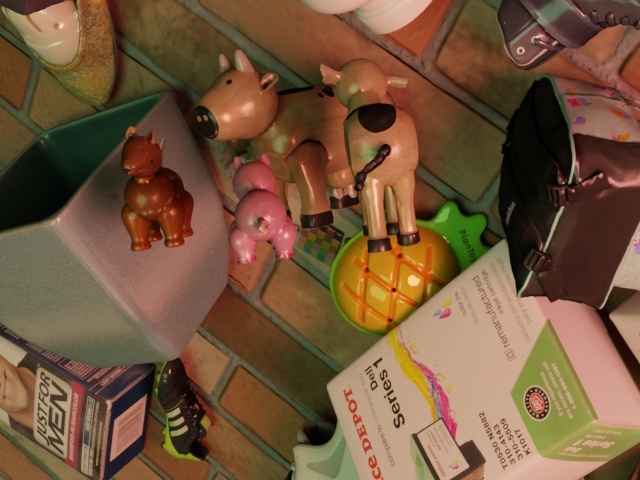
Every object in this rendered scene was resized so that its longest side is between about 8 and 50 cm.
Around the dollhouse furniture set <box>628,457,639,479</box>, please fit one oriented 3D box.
[{"bbox_3d":[0.398,0.261,0.970,0.182,0.101,0.161,26,126,19],"label":"dollhouse furniture set"}]

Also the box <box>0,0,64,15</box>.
[{"bbox_3d":[-0.204,-0.416,0.869,0.179,0.312,0.343,26,125,20],"label":"box"}]

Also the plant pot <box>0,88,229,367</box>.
[{"bbox_3d":[-0.252,0.012,1.184,0.248,0.247,0.252,-10,125,36],"label":"plant pot"}]

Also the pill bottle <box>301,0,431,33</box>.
[{"bbox_3d":[-0.005,-0.299,0.864,0.146,0.146,0.264,-19,133,38],"label":"pill bottle"}]

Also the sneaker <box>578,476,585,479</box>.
[{"bbox_3d":[0.171,0.364,1.119,0.158,0.182,0.410,27,125,19],"label":"sneaker"}]

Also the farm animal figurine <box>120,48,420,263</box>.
[{"bbox_3d":[-0.020,-0.095,0.920,0.330,0.327,0.172,-1,101,32],"label":"farm animal figurine"}]

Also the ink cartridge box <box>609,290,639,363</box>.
[{"bbox_3d":[0.388,0.113,0.834,0.353,0.119,0.207,57,162,-4],"label":"ink cartridge box"}]

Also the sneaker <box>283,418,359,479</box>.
[{"bbox_3d":[0.014,0.306,1.251,0.146,0.122,0.330,53,133,22],"label":"sneaker"}]

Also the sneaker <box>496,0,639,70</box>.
[{"bbox_3d":[0.254,-0.178,0.833,0.226,0.086,0.163,49,120,14],"label":"sneaker"}]

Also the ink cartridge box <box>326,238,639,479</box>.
[{"bbox_3d":[0.156,0.164,0.990,0.278,0.117,0.201,-43,52,32],"label":"ink cartridge box"}]

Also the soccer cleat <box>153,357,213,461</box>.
[{"bbox_3d":[-0.185,0.232,1.368,0.072,0.060,0.179,12,127,17],"label":"soccer cleat"}]

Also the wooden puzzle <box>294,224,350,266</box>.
[{"bbox_3d":[0.000,0.000,1.153,0.083,0.006,0.049,31,127,15],"label":"wooden puzzle"}]

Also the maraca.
[{"bbox_3d":[0.099,0.032,1.052,0.186,0.099,0.127,-24,102,13],"label":"maraca"}]

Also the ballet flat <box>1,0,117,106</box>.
[{"bbox_3d":[-0.313,-0.308,1.125,0.123,0.123,0.348,14,121,27],"label":"ballet flat"}]

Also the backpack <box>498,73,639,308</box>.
[{"bbox_3d":[0.229,-0.052,0.866,0.144,0.188,0.166,3,124,-9],"label":"backpack"}]

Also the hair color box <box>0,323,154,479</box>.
[{"bbox_3d":[-0.418,0.192,1.463,0.347,0.105,0.174,27,125,20],"label":"hair color box"}]
